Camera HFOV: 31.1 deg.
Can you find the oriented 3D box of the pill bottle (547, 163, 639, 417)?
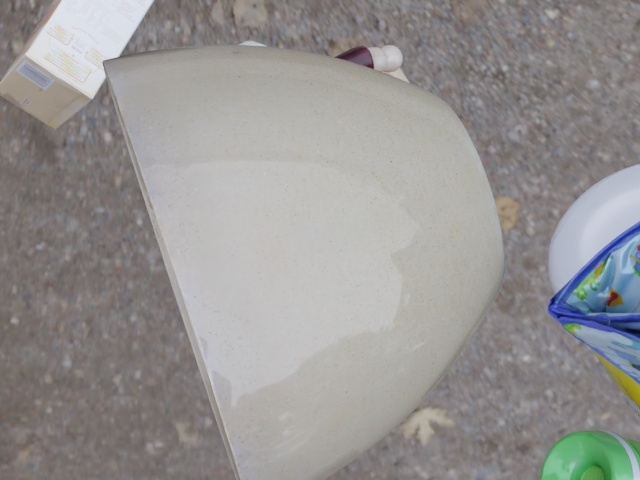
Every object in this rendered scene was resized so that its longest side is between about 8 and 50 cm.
[{"bbox_3d":[0.370,0.089,1.138,0.188,0.188,0.334,-35,132,9],"label":"pill bottle"}]

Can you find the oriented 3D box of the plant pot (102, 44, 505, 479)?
[{"bbox_3d":[0.000,0.000,0.708,0.190,0.284,0.284,-18,119,-9],"label":"plant pot"}]

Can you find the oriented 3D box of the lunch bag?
[{"bbox_3d":[0.221,0.043,0.627,0.129,0.096,0.151,36,139,-26],"label":"lunch bag"}]

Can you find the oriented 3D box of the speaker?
[{"bbox_3d":[0.392,0.300,1.327,0.296,0.131,0.131,19,113,-34],"label":"speaker"}]

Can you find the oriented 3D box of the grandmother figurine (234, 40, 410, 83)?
[{"bbox_3d":[-0.010,-0.146,1.184,0.207,0.342,0.104,-33,80,26],"label":"grandmother figurine"}]

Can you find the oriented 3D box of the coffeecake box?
[{"bbox_3d":[-0.199,-0.202,1.014,0.068,0.142,0.185,34,71,-18],"label":"coffeecake box"}]
